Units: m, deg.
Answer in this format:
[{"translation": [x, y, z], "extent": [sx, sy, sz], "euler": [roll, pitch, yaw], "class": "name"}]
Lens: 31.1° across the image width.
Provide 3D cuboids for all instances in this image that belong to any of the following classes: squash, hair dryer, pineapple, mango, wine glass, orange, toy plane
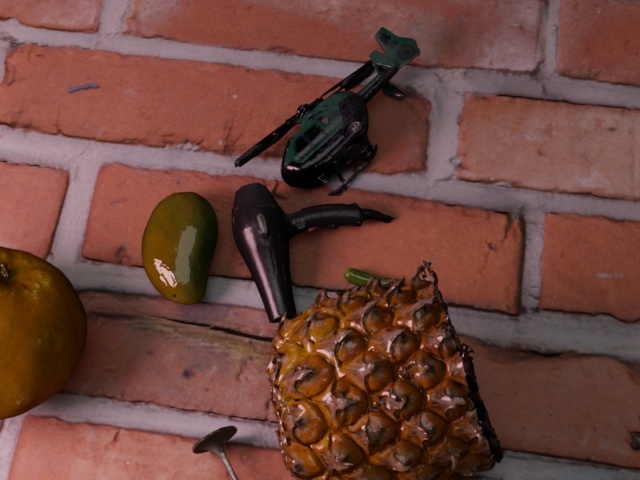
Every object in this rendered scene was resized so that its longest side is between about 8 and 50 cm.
[{"translation": [0.080, 0.065, 1.872], "extent": [0.089, 0.027, 0.027], "euler": [15, 68, 5], "class": "squash"}, {"translation": [0.000, 0.000, 1.880], "extent": [0.271, 0.091, 0.236], "euler": [-14, 76, -8], "class": "hair dryer"}, {"translation": [0.085, 0.219, 1.654], "extent": [0.300, 0.352, 0.352], "euler": [-15, 66, 7], "class": "pineapple"}, {"translation": [-0.233, 0.009, 1.879], "extent": [0.122, 0.085, 0.191], "euler": [9, 66, 3], "class": "mango"}, {"translation": [-0.116, 0.379, 1.717], "extent": [0.079, 0.079, 0.195], "euler": [-28, 67, -9], "class": "wine glass"}, {"translation": [-0.496, 0.140, 1.746], "extent": [0.279, 0.235, 0.279], "euler": [15, 27, -8], "class": "orange"}, {"translation": [0.037, -0.212, 1.959], "extent": [0.382, 0.106, 0.155], "euler": [-45, 60, -10], "class": "toy plane"}]
